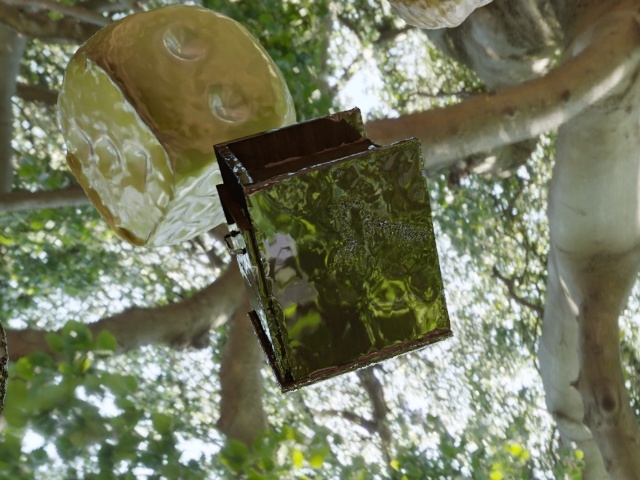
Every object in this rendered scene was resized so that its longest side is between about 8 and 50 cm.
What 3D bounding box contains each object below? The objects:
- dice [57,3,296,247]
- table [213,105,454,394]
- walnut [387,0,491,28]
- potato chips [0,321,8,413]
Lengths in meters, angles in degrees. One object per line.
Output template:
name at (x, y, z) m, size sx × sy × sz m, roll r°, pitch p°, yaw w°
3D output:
dice at (-0.187, -0.147, 1.054) m, size 0.227 × 0.238 × 0.233 m, roll -26°, pitch -103°, yaw -38°
table at (0.000, 0.000, 0.750) m, size 0.173 × 0.193 × 0.169 m, roll -16°, pitch -157°, yaw -11°
walnut at (0.127, -0.337, 0.908) m, size 0.155 × 0.184 × 0.155 m, roll -23°, pitch -160°, yaw 9°
potato chips at (-0.465, 0.129, 0.901) m, size 0.220 × 0.202 × 0.029 m, roll -21°, pitch -169°, yaw -4°
